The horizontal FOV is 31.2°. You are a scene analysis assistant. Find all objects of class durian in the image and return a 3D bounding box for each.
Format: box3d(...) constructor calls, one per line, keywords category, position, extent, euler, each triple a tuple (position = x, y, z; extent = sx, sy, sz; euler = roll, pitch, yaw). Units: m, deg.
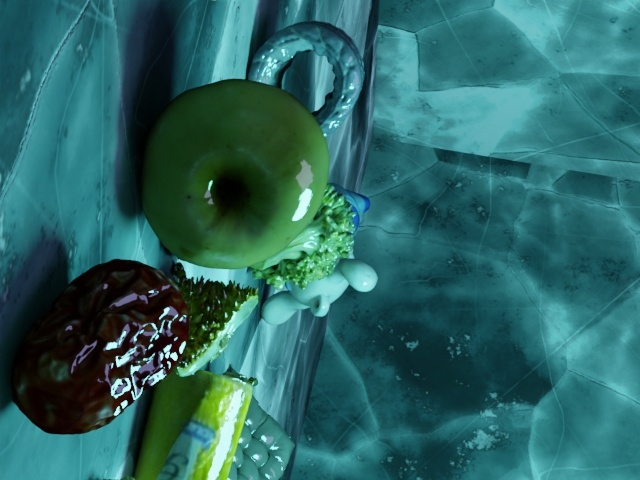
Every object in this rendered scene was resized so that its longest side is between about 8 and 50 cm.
box3d(category="durian", position=(-0.180, 0.122, 1.747), extent=(0.252, 0.144, 0.139), euler=(-50, 153, -84))

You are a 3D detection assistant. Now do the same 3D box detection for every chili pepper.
box3d(category="chili pepper", position=(-0.220, 0.058, 1.813), extent=(0.083, 0.022, 0.027), euler=(87, -18, -58))

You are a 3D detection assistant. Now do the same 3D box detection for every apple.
box3d(category="apple", position=(-0.121, -0.094, 1.534), extent=(0.262, 0.262, 0.263), euler=(10, 90, -83))

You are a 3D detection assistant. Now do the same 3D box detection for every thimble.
box3d(category="thimble", position=(-0.024, -0.289, 2.131), extent=(0.172, 0.205, 0.237), euler=(-56, 159, -76))

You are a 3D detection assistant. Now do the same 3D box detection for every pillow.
box3d(category="pillow", position=(-0.161, 0.414, 2.094), extent=(0.228, 0.101, 0.326), euler=(55, 27, -22))

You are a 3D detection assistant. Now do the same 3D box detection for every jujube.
box3d(category="jujube", position=(-0.239, 0.118, 1.253), extent=(0.230, 0.155, 0.155), euler=(-57, 156, -57))

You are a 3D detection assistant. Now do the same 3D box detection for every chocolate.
box3d(category="chocolate", position=(-0.217, 0.409, 1.756), extent=(0.162, 0.162, 0.446), euler=(72, 30, -75))

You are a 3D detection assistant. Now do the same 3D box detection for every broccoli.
box3d(category="broccoli", position=(-0.074, -0.014, 2.363), extent=(0.243, 0.263, 0.247), euler=(-31, 100, -48))

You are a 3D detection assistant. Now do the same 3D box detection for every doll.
box3d(category="doll", position=(-0.005, -0.003, 2.590), extent=(0.187, 0.376, 0.366), euler=(30, 56, -46))

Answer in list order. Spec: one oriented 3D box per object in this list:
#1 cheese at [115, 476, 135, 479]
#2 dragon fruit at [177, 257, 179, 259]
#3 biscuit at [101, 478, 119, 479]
box3d(category="cheese", position=(-0.275, 0.407, 1.557), extent=(0.086, 0.036, 0.163), euler=(-62, 160, -68))
box3d(category="dragon fruit", position=(-0.176, -0.011, 1.751), extent=(0.142, 0.138, 0.175), euler=(-43, -131, 30))
box3d(category="biscuit", position=(-0.313, 0.419, 1.511), extent=(0.250, 0.035, 0.163), euler=(-77, 168, -50))
